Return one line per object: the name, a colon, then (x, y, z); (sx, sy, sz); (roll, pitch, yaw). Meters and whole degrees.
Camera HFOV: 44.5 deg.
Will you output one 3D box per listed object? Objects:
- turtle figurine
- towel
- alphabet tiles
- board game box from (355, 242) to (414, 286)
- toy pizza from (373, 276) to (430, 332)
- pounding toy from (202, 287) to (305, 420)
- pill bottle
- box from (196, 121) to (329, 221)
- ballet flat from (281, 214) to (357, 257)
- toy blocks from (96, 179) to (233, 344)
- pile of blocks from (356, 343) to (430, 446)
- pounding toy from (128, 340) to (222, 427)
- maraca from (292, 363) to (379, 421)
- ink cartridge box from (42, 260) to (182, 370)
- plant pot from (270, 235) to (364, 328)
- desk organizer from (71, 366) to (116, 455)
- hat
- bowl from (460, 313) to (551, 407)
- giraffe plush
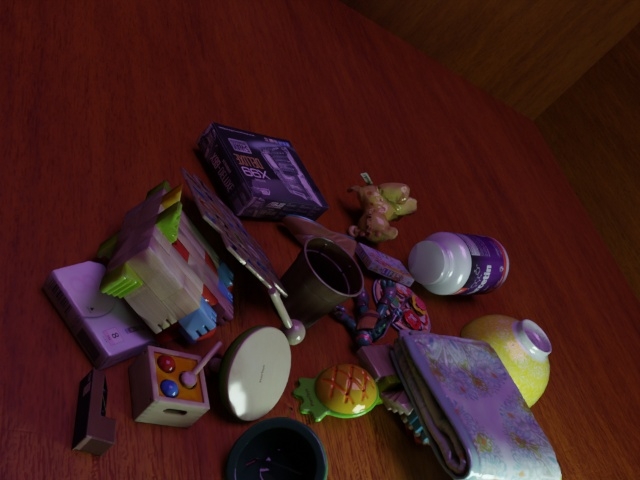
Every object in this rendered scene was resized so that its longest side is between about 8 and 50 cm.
turtle figurine: (0.113, 0.184, 1.874); (0.175, 0.118, 0.234); (4, 29, 11)
towel: (0.340, 0.363, 1.714); (0.321, 0.090, 0.374); (14, 38, -35)
alphabet tiles: (-0.188, -0.017, 1.696); (0.285, 0.011, 0.342); (47, 5, -36)
board game box: (0.174, 0.066, 2.139); (0.154, 0.026, 0.103); (23, 19, -32)
toy pizza: (0.224, 0.173, 2.092); (0.201, 0.032, 0.201); (30, 33, -23)
pounding toy: (-0.143, 0.220, 1.510); (0.236, 0.110, 0.183); (-61, 141, -24)
pill bottle: (0.399, 0.069, 2.281); (0.323, 0.181, 0.181); (3, 50, -48)
box: (-0.144, -0.167, 2.005); (0.307, 0.076, 0.242); (6, 47, -53)
ballet flat: (0.000, 0.000, 2.000); (0.232, 0.080, 0.073); (20, 68, -31)
toy blocks: (-0.268, 0.073, 1.488); (0.261, 0.191, 0.381); (54, 9, -23)
pile of blocks: (0.199, 0.388, 1.727); (0.362, 0.112, 0.149); (44, 30, 11)
pounding toy: (-0.247, 0.244, 1.376); (0.141, 0.100, 0.130); (18, 40, -37)
maraca: (0.034, 0.318, 1.634); (0.186, 0.099, 0.127); (-8, 46, -24)
ink cartridge box: (-0.364, 0.118, 1.439); (0.189, 0.066, 0.232); (52, 35, 13)
plant pot: (-0.018, 0.105, 1.756); (0.167, 0.165, 0.167); (31, 32, -22)
desk organizer: (-0.359, 0.275, 1.259); (0.050, 0.047, 0.130); (27, 35, -31)
hat: (-0.073, 0.422, 1.446); (0.208, 0.183, 0.173); (-40, 75, -18)
bowl: (0.549, 0.309, 2.195); (0.289, 0.156, 0.289); (30, 34, -22)
giraffe plush: (0.165, -0.067, 2.211); (0.210, 0.181, 0.170); (33, 52, -39)
